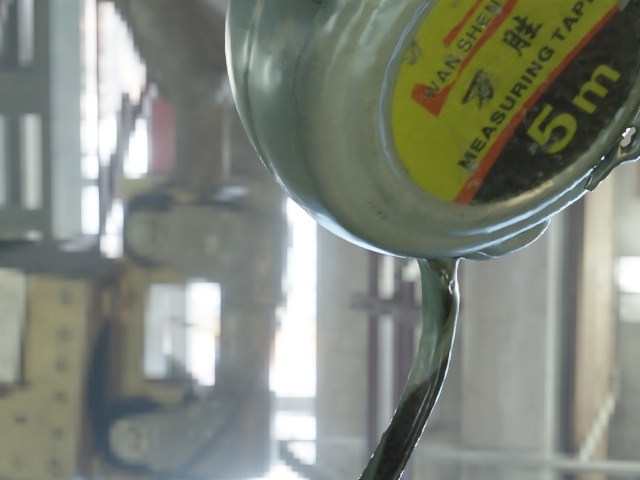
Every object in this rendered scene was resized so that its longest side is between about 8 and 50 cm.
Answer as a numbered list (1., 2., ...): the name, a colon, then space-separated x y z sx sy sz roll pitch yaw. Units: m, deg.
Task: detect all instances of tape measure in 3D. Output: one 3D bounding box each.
1. tape measure: 0.000 0.000 0.629 0.164 0.330 0.084 27 -165 -37
